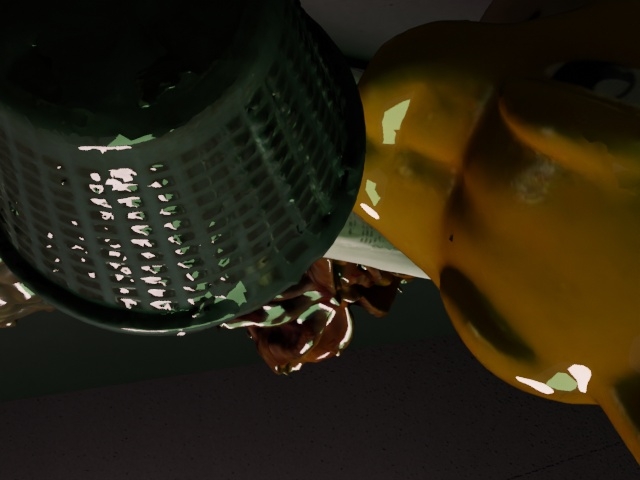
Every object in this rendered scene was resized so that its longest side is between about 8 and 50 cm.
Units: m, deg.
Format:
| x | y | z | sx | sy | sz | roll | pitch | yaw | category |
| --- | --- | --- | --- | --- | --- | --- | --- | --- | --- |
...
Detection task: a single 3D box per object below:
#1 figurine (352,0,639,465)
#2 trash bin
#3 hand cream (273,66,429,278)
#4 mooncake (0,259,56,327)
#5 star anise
| x | y | z | sx | sy | sz | roll | pitch | yaw | category |
| --- | --- | --- | --- | --- | --- | --- | --- | --- | --- |
| 0.239 | -0.029 | 0.893 | 0.401 | 0.268 | 0.387 | -3 | -169 | 43 | figurine |
| -0.070 | -0.066 | 0.736 | 0.175 | 0.175 | 0.161 | -9 | 160 | -1 | trash bin |
| -0.004 | -0.046 | 1.032 | 0.076 | 0.121 | 0.336 | 7 | 180 | 36 | hand cream |
| -0.206 | -0.014 | 0.996 | 0.228 | 0.124 | 0.228 | -10 | 170 | -2 | mooncake |
| 0.000 | 0.000 | 1.246 | 0.190 | 0.126 | 0.220 | -38 | 169 | -44 | star anise |
